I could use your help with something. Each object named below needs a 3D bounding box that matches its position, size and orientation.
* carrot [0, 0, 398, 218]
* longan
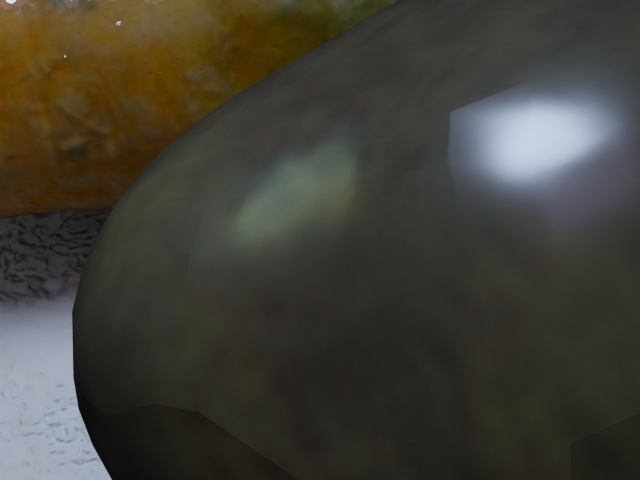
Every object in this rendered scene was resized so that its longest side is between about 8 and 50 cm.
[{"bbox_3d":[-0.086,-0.123,1.093,0.340,0.224,0.224,-10,50,-3],"label":"carrot"},{"bbox_3d":[0.101,0.048,0.804,0.404,0.404,0.336,-2,65,12],"label":"longan"}]
